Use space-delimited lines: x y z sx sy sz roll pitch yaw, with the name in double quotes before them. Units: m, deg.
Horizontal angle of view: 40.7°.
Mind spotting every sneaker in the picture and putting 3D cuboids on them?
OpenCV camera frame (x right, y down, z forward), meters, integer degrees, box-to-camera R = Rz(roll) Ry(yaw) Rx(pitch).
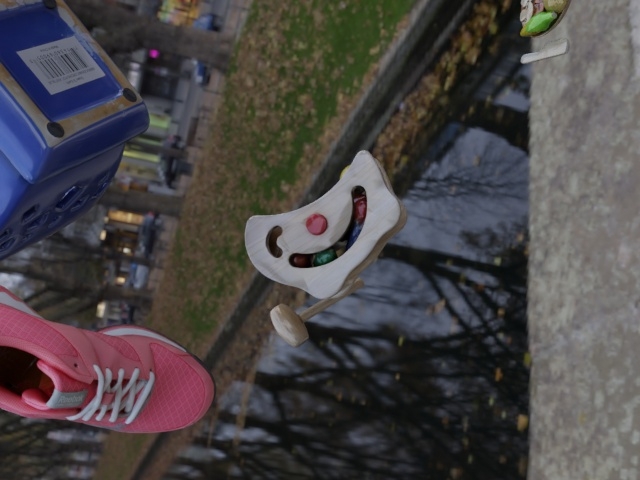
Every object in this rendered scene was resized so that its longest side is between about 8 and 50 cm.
"sneaker" -0.237 0.139 0.827 0.116 0.314 0.136 -65 29 6

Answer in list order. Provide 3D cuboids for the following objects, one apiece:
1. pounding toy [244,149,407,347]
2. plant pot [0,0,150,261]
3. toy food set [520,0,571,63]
"pounding toy" 0.000 0.000 1.188 0.269 0.154 0.155 -49 -12 6
"plant pot" -0.342 -0.133 0.937 0.212 0.236 0.236 -37 4 33
"toy food set" 0.323 -0.358 1.248 0.132 0.038 0.192 -178 97 -70
